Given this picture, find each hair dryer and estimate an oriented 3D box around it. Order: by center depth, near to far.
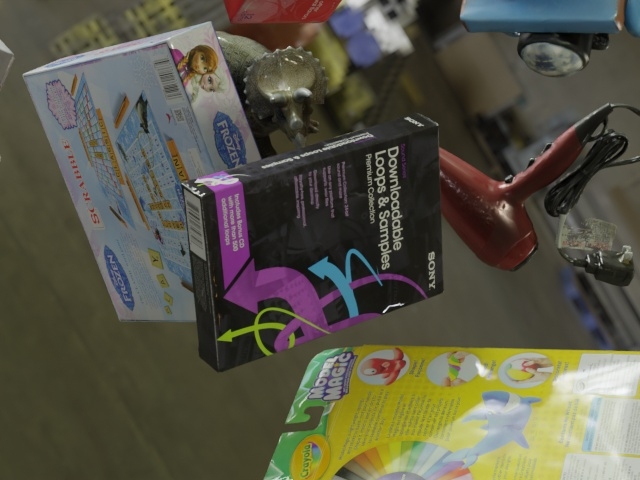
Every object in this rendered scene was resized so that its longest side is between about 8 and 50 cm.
[{"bbox_3d":[0.246,-0.069,1.956,0.080,0.294,0.223,-72,169,-73],"label":"hair dryer"}]

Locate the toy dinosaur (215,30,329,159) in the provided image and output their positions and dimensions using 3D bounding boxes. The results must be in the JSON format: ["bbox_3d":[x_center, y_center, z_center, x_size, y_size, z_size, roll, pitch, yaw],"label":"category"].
[{"bbox_3d":[-0.089,-0.174,1.830,0.313,0.121,0.160,30,-33,35],"label":"toy dinosaur"}]

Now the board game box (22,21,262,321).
[{"bbox_3d":[-0.174,-0.064,1.823,0.318,0.066,0.318,-2,-68,52],"label":"board game box"}]

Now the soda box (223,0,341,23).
[{"bbox_3d":[0.011,-0.263,1.195,0.092,0.263,0.083,-4,63,-31],"label":"soda box"}]

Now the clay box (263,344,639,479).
[{"bbox_3d":[0.088,0.120,0.939,0.127,0.222,0.053,-66,148,-47],"label":"clay box"}]

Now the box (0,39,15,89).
[{"bbox_3d":[-0.284,-0.120,0.994,0.114,0.103,0.203,18,17,-37],"label":"box"}]

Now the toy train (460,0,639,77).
[{"bbox_3d":[0.099,-0.159,0.650,0.105,0.080,0.184,43,56,-56],"label":"toy train"}]

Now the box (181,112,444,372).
[{"bbox_3d":[0.000,0.000,0.971,0.029,0.162,0.116,32,-46,50],"label":"box"}]
